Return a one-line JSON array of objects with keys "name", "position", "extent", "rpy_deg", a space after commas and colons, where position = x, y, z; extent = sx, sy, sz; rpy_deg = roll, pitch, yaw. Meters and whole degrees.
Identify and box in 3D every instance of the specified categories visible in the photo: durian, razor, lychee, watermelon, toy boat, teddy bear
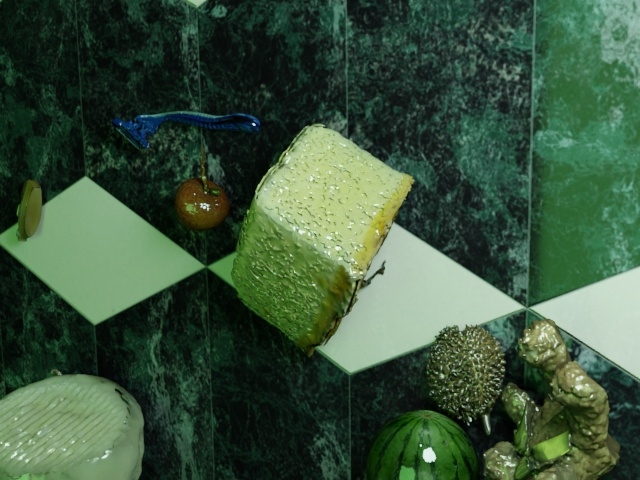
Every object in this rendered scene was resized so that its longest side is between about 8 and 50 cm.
[{"name": "durian", "position": [0.231, 0.231, 1.467], "extent": [0.148, 0.091, 0.189], "rpy_deg": [-25, 87, 35]}, {"name": "razor", "position": [-0.248, -0.226, 1.731], "extent": [0.324, 0.093, 0.056], "rpy_deg": [0, 63, 30]}, {"name": "lychee", "position": [-0.228, -0.077, 1.703], "extent": [0.114, 0.101, 0.140], "rpy_deg": [52, 162, 27]}, {"name": "watermelon", "position": [0.168, 0.387, 1.479], "extent": [0.187, 0.188, 0.215], "rpy_deg": [8, 105, 32]}, {"name": "toy boat", "position": [-0.659, -0.066, 2.037], "extent": [0.049, 0.047, 0.149], "rpy_deg": [28, 111, 42]}, {"name": "teddy bear", "position": [0.318, 0.290, 1.349], "extent": [0.222, 0.246, 0.296], "rpy_deg": [-27, 121, 6]}]

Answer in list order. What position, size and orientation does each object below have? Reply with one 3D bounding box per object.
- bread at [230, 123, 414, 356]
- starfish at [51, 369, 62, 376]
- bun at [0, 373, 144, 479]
[{"name": "bread", "position": [0.000, 0.000, 1.561], "extent": [0.248, 0.279, 0.315], "rpy_deg": [32, 154, 3]}, {"name": "starfish", "position": [-0.606, 0.346, 2.088], "extent": [0.078, 0.028, 0.091], "rpy_deg": [46, 123, 25]}, {"name": "bun", "position": [-0.532, 0.444, 1.888], "extent": [0.359, 0.359, 0.211], "rpy_deg": [21, 129, 29]}]
